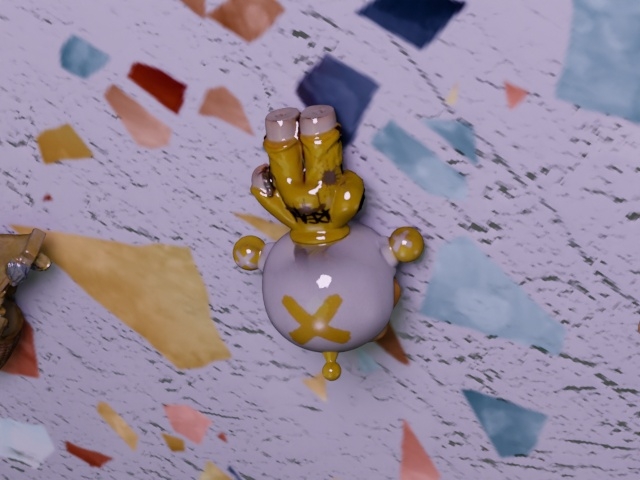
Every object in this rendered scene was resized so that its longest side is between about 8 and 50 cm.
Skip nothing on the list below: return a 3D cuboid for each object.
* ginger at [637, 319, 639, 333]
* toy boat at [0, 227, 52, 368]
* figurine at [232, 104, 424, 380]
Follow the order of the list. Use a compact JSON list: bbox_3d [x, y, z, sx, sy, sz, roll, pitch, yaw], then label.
[{"bbox_3d":[0.270,0.120,0.798,0.270,0.123,0.219,32,138,1],"label":"ginger"},{"bbox_3d":[-0.207,0.036,1.045,0.049,0.047,0.149,23,139,-10],"label":"toy boat"},{"bbox_3d":[0.005,-0.001,0.887,0.101,0.068,0.143,19,118,4],"label":"figurine"}]
